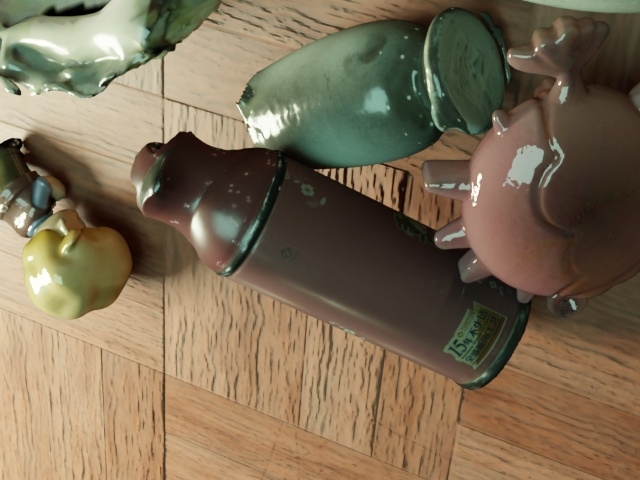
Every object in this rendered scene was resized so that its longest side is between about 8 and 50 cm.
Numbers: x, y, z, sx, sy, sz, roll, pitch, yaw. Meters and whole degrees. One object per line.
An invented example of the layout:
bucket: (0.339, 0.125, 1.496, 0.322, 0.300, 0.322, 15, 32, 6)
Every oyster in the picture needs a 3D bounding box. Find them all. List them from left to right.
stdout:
oyster: (-0.231, -0.248, 0.997, 0.351, 0.115, 0.238, 9, 113, 20)

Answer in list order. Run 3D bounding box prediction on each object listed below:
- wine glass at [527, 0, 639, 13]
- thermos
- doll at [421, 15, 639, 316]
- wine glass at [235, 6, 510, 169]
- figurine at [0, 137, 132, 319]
wine glass: (0.210, -0.211, 0.704, 0.357, 0.190, 0.190, 28, 128, 14)
thermos: (0.004, -0.003, 0.932, 0.330, 0.136, 0.109, 26, 134, -16)
doll: (0.181, -0.042, 0.840, 0.211, 0.093, 0.262, -15, 128, 5)
wine glass: (0.038, -0.115, 0.909, 0.204, 0.111, 0.111, -8, 113, 38)
figurine: (-0.276, -0.010, 1.181, 0.114, 0.108, 0.196, -46, 72, 30)
